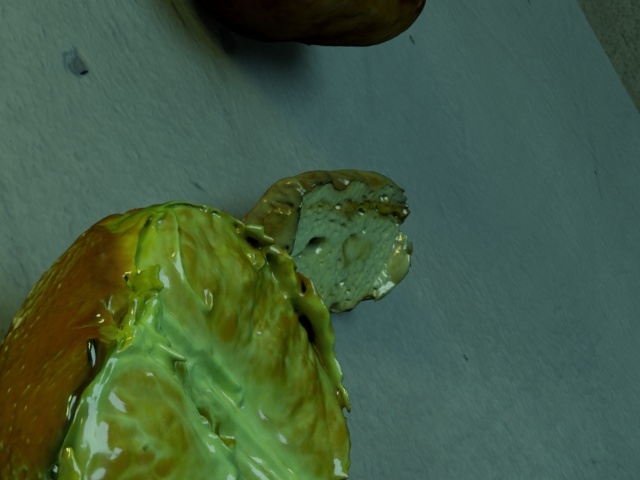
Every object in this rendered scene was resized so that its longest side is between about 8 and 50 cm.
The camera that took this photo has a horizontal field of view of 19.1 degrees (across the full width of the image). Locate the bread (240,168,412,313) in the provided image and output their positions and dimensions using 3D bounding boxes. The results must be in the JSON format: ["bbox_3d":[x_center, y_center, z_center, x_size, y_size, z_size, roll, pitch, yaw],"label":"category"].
[{"bbox_3d":[0.000,0.000,1.651,0.232,0.088,0.128,-4,105,-61],"label":"bread"}]

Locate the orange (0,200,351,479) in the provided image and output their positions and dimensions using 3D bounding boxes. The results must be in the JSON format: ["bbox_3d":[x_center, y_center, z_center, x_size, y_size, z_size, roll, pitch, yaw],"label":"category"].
[{"bbox_3d":[-0.096,0.141,1.194,0.262,0.196,0.334,33,32,-26],"label":"orange"}]

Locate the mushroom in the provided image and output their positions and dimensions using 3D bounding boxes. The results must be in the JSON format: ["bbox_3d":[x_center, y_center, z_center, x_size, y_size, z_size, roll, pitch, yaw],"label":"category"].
[{"bbox_3d":[0.005,-0.320,1.753,0.345,0.260,0.345,45,31,-38],"label":"mushroom"}]
